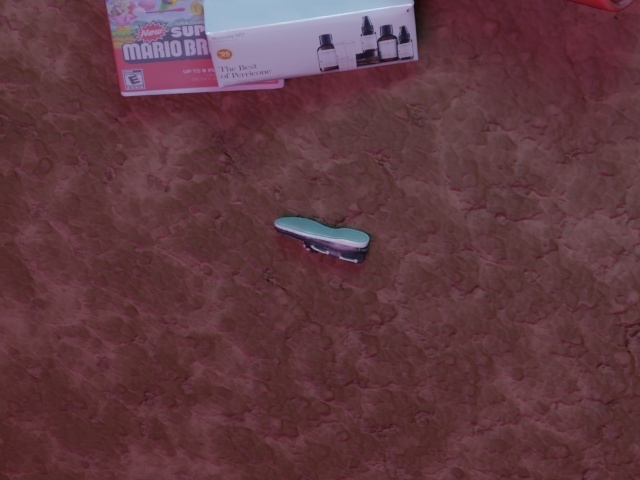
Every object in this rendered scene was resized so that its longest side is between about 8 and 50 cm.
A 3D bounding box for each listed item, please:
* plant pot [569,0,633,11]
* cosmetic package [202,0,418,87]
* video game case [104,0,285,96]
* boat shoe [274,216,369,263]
[{"bbox_3d":[0.209,-0.382,1.623,0.243,0.275,0.275,10,121,24],"label":"plant pot"},{"bbox_3d":[-0.010,-0.242,1.821,0.239,0.060,0.099,-8,142,2],"label":"cosmetic package"},{"bbox_3d":[-0.147,-0.275,1.833,0.204,0.025,0.285,-3,143,-1],"label":"video game case"},{"bbox_3d":[0.000,0.000,2.029,0.125,0.046,0.038,11,117,3],"label":"boat shoe"}]
